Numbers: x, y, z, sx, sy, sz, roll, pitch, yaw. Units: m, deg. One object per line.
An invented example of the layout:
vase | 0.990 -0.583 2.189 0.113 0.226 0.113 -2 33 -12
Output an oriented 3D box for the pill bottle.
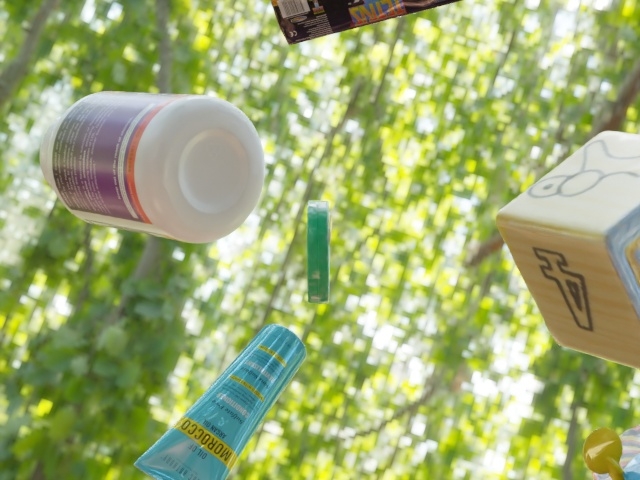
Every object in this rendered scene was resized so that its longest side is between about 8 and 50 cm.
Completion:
pill bottle | -0.229 -0.100 1.816 0.181 0.181 0.323 34 -15 -38

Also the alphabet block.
alphabet block | 0.346 0.009 1.548 0.197 0.192 0.193 17 -42 61

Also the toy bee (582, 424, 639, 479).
toy bee | 0.355 0.304 1.601 0.195 0.162 0.298 59 1 7

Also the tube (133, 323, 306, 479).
tube | -0.087 0.165 1.348 0.080 0.207 0.052 32 -39 9

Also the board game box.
board game box | 0.060 -0.226 1.166 0.170 0.141 0.048 -10 -65 26

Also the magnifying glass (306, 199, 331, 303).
magnifying glass | 0.000 0.000 1.318 0.026 0.092 0.231 -1 9 -1
